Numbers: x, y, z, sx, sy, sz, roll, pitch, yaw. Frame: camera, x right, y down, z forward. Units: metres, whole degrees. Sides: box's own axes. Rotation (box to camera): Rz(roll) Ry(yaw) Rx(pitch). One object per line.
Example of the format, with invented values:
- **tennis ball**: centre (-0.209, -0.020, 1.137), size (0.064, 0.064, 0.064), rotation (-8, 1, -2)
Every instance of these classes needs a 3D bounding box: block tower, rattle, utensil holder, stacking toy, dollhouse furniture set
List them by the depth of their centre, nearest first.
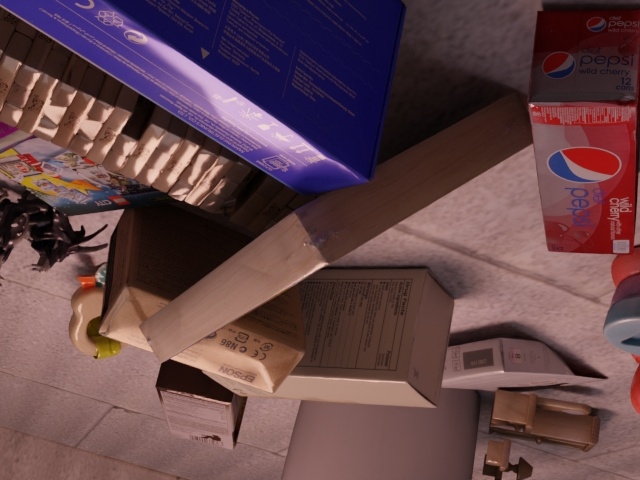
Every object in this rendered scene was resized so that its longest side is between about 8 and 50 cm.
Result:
- **block tower**: centre (-0.162, -0.117, 0.961), size (0.335, 0.097, 0.091), rotation (25, 141, -18)
- **stacking toy**: centre (0.472, 0.128, 1.190), size (0.279, 0.130, 0.309), rotation (1, 154, 26)
- **rattle**: centre (-0.358, 0.080, 1.633), size (0.130, 0.143, 0.199), rotation (-21, 135, -1)
- **dollhouse furniture set**: centre (0.338, 0.447, 1.662), size (0.174, 0.355, 0.303), rotation (8, 163, 10)
- **utensil holder**: centre (0.088, 0.421, 1.714), size (0.327, 0.385, 0.327), rotation (11, 155, 5)

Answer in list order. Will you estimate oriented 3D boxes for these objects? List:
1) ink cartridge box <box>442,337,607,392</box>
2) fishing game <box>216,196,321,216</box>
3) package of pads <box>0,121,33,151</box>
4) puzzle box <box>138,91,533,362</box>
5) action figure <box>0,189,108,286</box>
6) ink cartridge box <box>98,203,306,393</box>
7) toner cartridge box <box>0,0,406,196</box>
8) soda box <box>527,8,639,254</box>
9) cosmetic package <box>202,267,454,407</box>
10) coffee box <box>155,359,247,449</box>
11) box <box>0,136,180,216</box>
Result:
- **ink cartridge box**: centre (0.280, 0.188, 1.545), size (0.232, 0.066, 0.189), rotation (4, 165, -38)
- **fishing game**: centre (-0.093, -0.115, 1.061), size (0.189, 0.041, 0.264), rotation (-9, 143, 26)
- **package of pads**: centre (-0.418, -0.094, 1.038), size (0.296, 0.229, 0.101), rotation (-14, 107, 45)
- **puzzle box**: centre (0.000, 0.000, 1.023), size (0.052, 0.272, 0.409), rotation (60, 149, 1)
- **action figure**: centre (-0.424, -0.006, 1.347), size (0.276, 0.141, 0.164), rotation (17, 154, 0)
- **ink cartridge box**: centre (-0.143, 0.062, 1.268), size (0.235, 0.193, 0.088), rotation (23, 120, -20)
- **toner cartridge box**: centre (-0.086, -0.179, 0.711), size (0.075, 0.165, 0.348), rotation (-11, 148, 42)
- **soda box**: centre (0.232, -0.084, 0.894), size (0.083, 0.092, 0.263), rotation (3, 155, 17)
- **cosmetic package**: centre (0.009, 0.129, 1.395), size (0.309, 0.160, 0.113), rotation (0, 154, 29)
- **coffee box**: centre (-0.176, 0.210, 1.656), size (0.119, 0.168, 0.297), rotation (12, 155, 2)
- **box**: centre (-0.263, -0.093, 1.186), size (0.233, 0.044, 0.159), rotation (-5, 150, 35)
